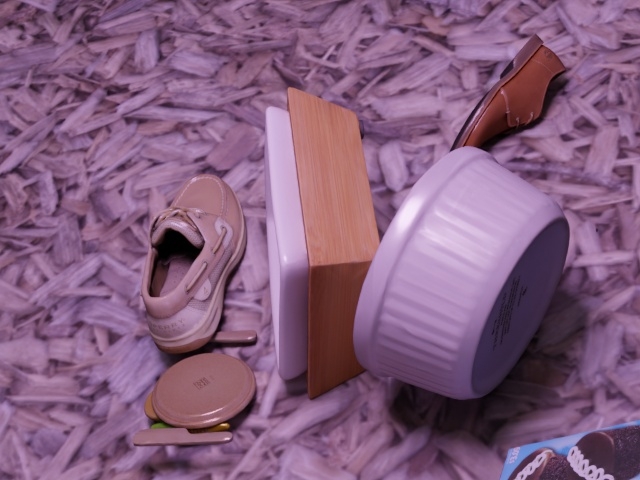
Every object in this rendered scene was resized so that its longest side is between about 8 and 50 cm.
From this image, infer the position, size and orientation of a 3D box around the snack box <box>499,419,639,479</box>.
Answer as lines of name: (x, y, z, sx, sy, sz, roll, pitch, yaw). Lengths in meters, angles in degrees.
snack box: (0.224, 0.298, 1.217, 0.187, 0.060, 0.322, -20, 27, 34)

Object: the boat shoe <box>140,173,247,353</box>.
boat shoe: (-0.164, 0.004, 1.703, 0.109, 0.098, 0.302, -8, 39, 15)

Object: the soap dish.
soap dish: (0.000, 0.000, 1.579, 0.118, 0.229, 0.291, -3, 46, -5)

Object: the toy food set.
toy food set: (-0.139, 0.180, 1.591, 0.132, 0.038, 0.192, -2, 37, 12)

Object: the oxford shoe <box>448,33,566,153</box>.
oxford shoe: (0.240, -0.166, 1.748, 0.076, 0.076, 0.212, 41, 78, 0)

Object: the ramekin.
ramekin: (0.160, 0.045, 1.451, 0.127, 0.273, 0.273, 27, 61, 23)
